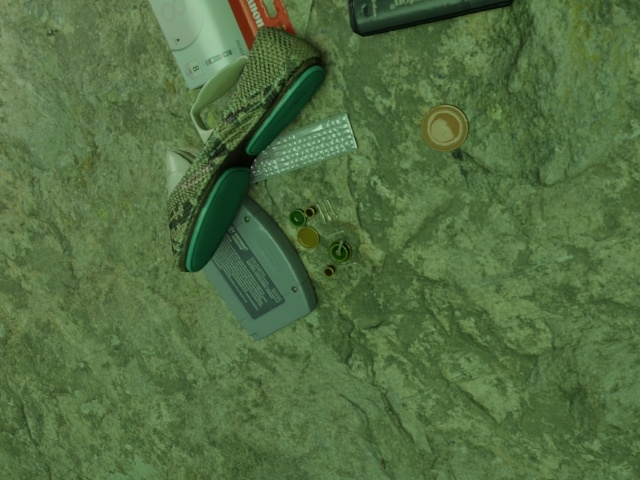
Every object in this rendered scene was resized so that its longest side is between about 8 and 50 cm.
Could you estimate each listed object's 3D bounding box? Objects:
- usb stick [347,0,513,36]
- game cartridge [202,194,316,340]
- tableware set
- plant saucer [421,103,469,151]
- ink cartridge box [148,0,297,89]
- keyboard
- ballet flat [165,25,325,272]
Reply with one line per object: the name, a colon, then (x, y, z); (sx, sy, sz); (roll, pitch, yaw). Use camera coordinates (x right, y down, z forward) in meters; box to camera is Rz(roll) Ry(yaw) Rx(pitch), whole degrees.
usb stick: (0.180, -0.398, 1.065); (0.278, 0.045, 0.077); (-5, 108, 24)
game cartridge: (-0.144, 0.053, 1.360); (0.196, 0.060, 0.294); (-31, 95, 32)
tableware set: (0.000, 0.000, 1.297); (0.104, 0.024, 0.154); (-19, 101, 27)
plant saucer: (0.218, -0.197, 1.141); (0.084, 0.013, 0.083); (8, 112, 20)
ink cartridge box: (-0.185, -0.411, 1.207); (0.233, 0.066, 0.188); (-17, 102, 30)
keyboard: (-0.052, -0.175, 1.260); (0.256, 0.014, 0.072); (-15, 103, 26)
ballet flat: (-0.180, -0.176, 1.208); (0.182, 0.164, 0.482); (36, 103, 12)
